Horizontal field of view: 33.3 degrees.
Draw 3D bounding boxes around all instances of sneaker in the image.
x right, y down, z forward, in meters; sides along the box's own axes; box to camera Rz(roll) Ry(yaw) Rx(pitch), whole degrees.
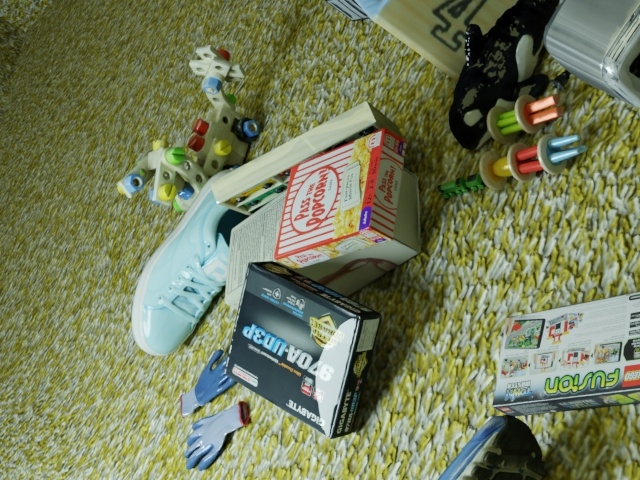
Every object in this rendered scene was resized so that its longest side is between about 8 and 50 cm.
[{"bbox_3d":[-0.204,0.040,1.847,0.150,0.135,0.366,17,80,62],"label":"sneaker"},{"bbox_3d":[0.110,0.316,1.167,0.330,0.130,0.147,-55,34,10],"label":"sneaker"}]

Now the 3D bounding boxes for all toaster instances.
[{"bbox_3d":[0.370,-0.254,1.259,0.227,0.129,0.146,-53,34,10],"label":"toaster"}]

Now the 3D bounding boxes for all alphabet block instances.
[{"bbox_3d":[0.176,-0.381,1.580,0.193,0.197,0.192,-50,33,18],"label":"alphabet block"}]

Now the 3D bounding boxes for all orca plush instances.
[{"bbox_3d":[0.252,-0.268,1.466,0.287,0.102,0.151,-50,32,17],"label":"orca plush"}]

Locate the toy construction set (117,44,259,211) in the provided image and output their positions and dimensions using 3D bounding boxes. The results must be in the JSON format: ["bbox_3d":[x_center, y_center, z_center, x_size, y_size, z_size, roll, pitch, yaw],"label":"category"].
[{"bbox_3d":[-0.225,-0.191,1.989,0.151,0.215,0.328,6,70,56],"label":"toy construction set"}]

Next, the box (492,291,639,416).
[{"bbox_3d":[0.282,0.125,1.162,0.207,0.036,0.114,-17,51,49],"label":"box"}]

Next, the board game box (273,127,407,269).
[{"bbox_3d":[0.025,-0.052,1.426,0.193,0.045,0.147,-19,53,46],"label":"board game box"}]

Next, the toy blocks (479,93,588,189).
[{"bbox_3d":[0.278,-0.135,1.363,0.148,0.054,0.123,-14,56,50],"label":"toy blocks"}]

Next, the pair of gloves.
[{"bbox_3d":[-0.172,0.268,1.721,0.159,0.023,0.198,-40,37,27],"label":"pair of gloves"}]

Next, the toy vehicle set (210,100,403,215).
[{"bbox_3d":[-0.015,-0.115,1.603,0.267,0.166,0.035,-26,75,16],"label":"toy vehicle set"}]

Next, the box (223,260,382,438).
[{"bbox_3d":[-0.028,0.144,1.465,0.220,0.051,0.175,25,107,39],"label":"box"}]

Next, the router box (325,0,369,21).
[{"bbox_3d":[0.156,-0.541,1.851,0.243,0.081,0.309,8,72,57],"label":"router box"}]

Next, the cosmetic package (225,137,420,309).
[{"bbox_3d":[0.000,0.000,1.587,0.296,0.129,0.153,-33,40,39],"label":"cosmetic package"}]

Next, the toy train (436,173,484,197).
[{"bbox_3d":[0.192,-0.076,1.470,0.083,0.023,0.017,-14,53,50],"label":"toy train"}]
